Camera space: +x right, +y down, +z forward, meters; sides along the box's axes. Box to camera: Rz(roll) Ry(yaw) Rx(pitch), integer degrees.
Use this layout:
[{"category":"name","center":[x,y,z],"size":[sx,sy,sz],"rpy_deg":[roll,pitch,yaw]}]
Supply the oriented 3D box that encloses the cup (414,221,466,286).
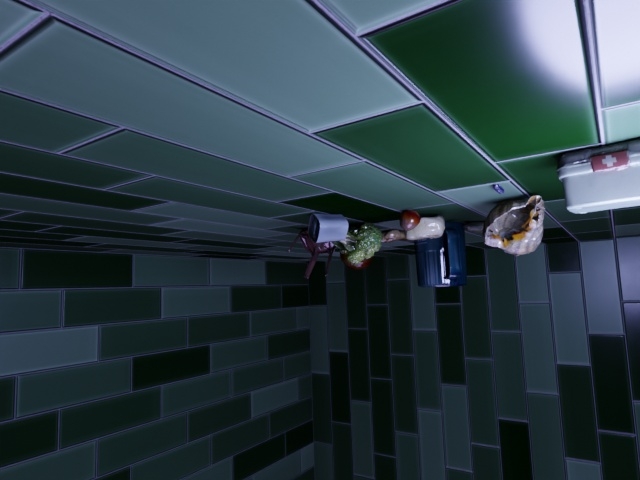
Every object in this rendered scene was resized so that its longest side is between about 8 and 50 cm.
[{"category":"cup","center":[0.584,0.071,2.086],"size":[0.242,0.293,0.307],"rpy_deg":[2,173,-33]}]

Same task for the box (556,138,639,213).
[{"category":"box","center":[0.639,-0.136,0.968],"size":[0.210,0.130,0.147],"rpy_deg":[-8,173,38]}]

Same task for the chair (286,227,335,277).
[{"category":"chair","center":[0.000,0.000,2.071],"size":[0.175,0.183,0.327],"rpy_deg":[-6,-143,25]}]

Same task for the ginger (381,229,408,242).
[{"category":"ginger","center":[0.375,-0.021,2.265],"size":[0.214,0.059,0.133],"rpy_deg":[2,165,-42]}]

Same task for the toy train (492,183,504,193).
[{"category":"toy train","center":[0.522,-0.151,1.307],"size":[0.017,0.017,0.083],"rpy_deg":[-8,171,34]}]

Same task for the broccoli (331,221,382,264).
[{"category":"broccoli","center":[0.139,0.013,1.893],"size":[0.253,0.186,0.302],"rpy_deg":[5,-175,35]}]

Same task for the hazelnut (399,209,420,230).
[{"category":"hazelnut","center":[0.330,-0.075,1.656],"size":[0.086,0.087,0.086],"rpy_deg":[-2,174,0]}]

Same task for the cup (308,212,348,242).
[{"category":"cup","center":[0.020,-0.055,1.675],"size":[0.129,0.095,0.128],"rpy_deg":[-2,-149,-25]}]

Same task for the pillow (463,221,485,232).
[{"category":"pillow","center":[0.755,-0.059,2.056],"size":[0.240,0.051,0.093],"rpy_deg":[-1,169,-15]}]

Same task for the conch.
[{"category":"conch","center":[0.666,-0.068,1.533],"size":[0.209,0.159,0.291],"rpy_deg":[6,136,7]}]

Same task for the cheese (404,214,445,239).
[{"category":"cheese","center":[0.419,-0.049,1.789],"size":[0.158,0.093,0.263],"rpy_deg":[-8,179,16]}]

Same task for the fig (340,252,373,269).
[{"category":"fig","center":[0.151,0.051,2.444],"size":[0.290,0.191,0.190],"rpy_deg":[21,163,-28]}]
